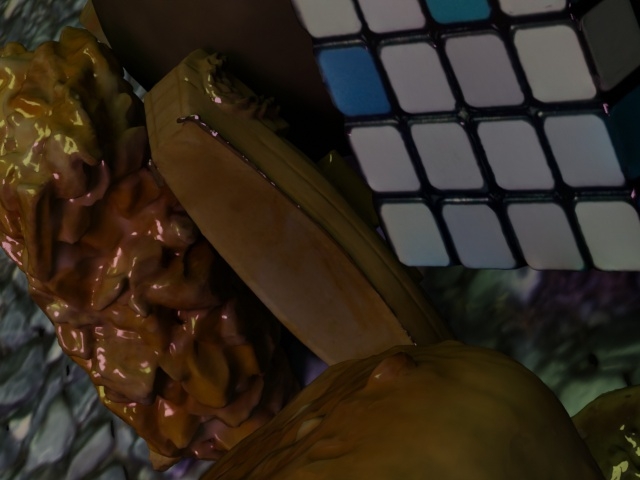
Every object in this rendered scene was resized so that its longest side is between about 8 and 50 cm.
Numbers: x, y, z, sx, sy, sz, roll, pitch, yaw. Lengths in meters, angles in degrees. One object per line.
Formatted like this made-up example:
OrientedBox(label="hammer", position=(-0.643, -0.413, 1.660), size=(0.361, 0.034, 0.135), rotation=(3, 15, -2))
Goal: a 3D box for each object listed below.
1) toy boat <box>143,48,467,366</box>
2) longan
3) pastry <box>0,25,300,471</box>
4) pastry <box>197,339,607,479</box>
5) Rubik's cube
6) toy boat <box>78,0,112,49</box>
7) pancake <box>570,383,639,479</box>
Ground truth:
OrientedBox(label="toy boat", position=(0.000, 0.000, 0.902), size=(0.064, 0.206, 0.072), rotation=(-38, 6, 34))
OrientedBox(label="longan", position=(-0.014, -0.154, 1.000), size=(0.248, 0.248, 0.248), rotation=(-28, 44, 32))
OrientedBox(label="pastry", position=(-0.096, 0.009, 0.981), size=(0.102, 0.250, 0.154), rotation=(-33, 39, -4))
OrientedBox(label="pastry", position=(-0.010, 0.188, 0.690), size=(0.316, 0.184, 0.284), rotation=(-44, 3, -14))
OrientedBox(label="Rubik's cube", position=(0.104, -0.088, 0.837), size=(0.155, 0.154, 0.151), rotation=(-1, 29, 48))
OrientedBox(label="toy boat", position=(-0.075, -0.178, 1.166), size=(0.172, 0.065, 0.066), rotation=(-46, 16, 11))
OrientedBox(label="pancake", position=(0.129, 0.149, 0.775), size=(0.235, 0.029, 0.212), rotation=(23, 80, 51))
